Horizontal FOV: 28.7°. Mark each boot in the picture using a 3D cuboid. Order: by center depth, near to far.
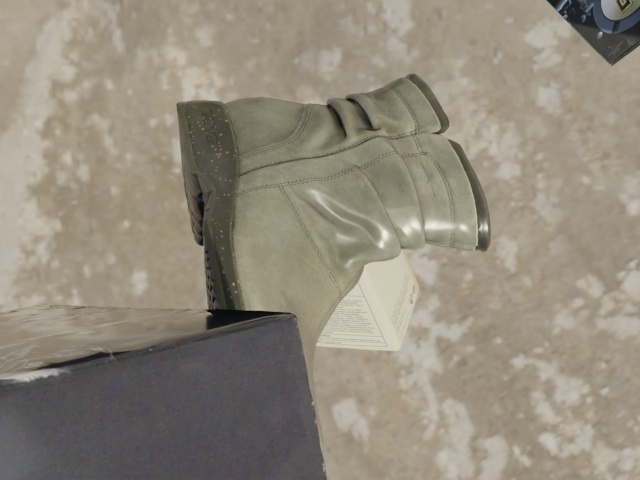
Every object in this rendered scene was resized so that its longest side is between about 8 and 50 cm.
[{"bbox_3d":[0.017,0.003,0.654,0.083,0.161,0.246,92,168,-52],"label":"boot"}]

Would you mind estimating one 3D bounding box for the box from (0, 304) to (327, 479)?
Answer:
[{"bbox_3d":[-0.204,0.141,0.522,0.343,0.312,0.179,-4,96,61],"label":"box"}]

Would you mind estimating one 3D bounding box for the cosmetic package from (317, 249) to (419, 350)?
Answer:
[{"bbox_3d":[0.000,0.000,1.542,0.160,0.113,0.309,2,140,24],"label":"cosmetic package"}]

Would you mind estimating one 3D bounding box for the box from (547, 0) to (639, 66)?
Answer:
[{"bbox_3d":[0.258,-0.268,1.111,0.147,0.180,0.077,-37,38,23],"label":"box"}]
